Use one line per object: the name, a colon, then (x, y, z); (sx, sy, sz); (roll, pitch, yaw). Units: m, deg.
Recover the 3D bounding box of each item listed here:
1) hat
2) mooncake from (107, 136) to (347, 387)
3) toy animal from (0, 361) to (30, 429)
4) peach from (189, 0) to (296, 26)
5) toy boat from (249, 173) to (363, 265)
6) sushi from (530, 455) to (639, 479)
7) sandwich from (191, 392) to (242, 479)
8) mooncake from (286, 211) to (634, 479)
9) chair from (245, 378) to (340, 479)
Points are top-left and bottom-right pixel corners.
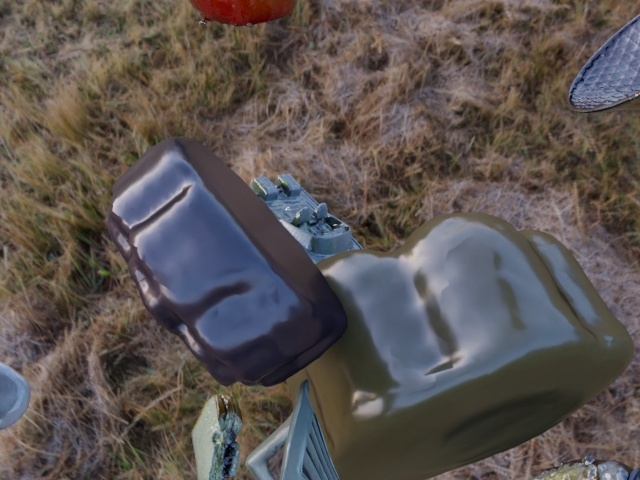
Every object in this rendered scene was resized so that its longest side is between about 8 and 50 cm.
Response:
hat: (0.334, -0.159, 0.622); (0.082, 0.193, 0.193); (44, 62, -15)
mooncake: (-0.105, 0.028, 0.716); (0.141, 0.283, 0.283); (-40, 70, 4)
toy animal: (-0.501, 0.212, 0.842); (0.249, 0.174, 0.289); (-9, 40, -5)
peach: (-0.118, -0.405, 0.982); (0.190, 0.196, 0.226); (-6, 81, -54)
toy boat: (0.000, 0.000, 1.192); (0.141, 0.092, 0.319); (-14, 51, -48)
sushi: (0.573, 0.663, 1.421); (0.285, 0.328, 0.329); (51, 48, -3)
sandwich: (-0.124, 0.241, 0.814); (0.036, 0.105, 0.093); (7, 34, -27)
mooncake: (0.176, 0.161, 0.954); (0.467, 0.467, 0.262); (-11, 57, -11)
chair: (-0.004, 0.300, 0.670); (0.190, 0.203, 0.274); (-36, 104, 18)
